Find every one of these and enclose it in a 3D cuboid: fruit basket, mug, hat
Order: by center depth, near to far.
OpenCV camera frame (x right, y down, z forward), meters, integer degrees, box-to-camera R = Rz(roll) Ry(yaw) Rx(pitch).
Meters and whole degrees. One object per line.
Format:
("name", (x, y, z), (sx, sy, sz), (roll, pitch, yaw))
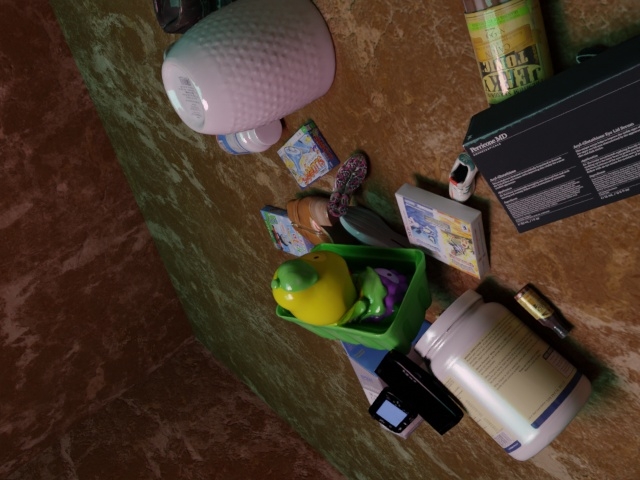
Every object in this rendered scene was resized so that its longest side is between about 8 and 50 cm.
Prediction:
("mug", (-0.208, -0.411, 1.304), (0.374, 0.328, 0.276), (33, 146, 35))
("fruit basket", (0.044, 0.108, 1.356), (0.392, 0.283, 0.392), (24, 153, 13))
("hat", (-0.371, -0.637, 1.522), (0.331, 0.134, 0.331), (37, 148, 28))

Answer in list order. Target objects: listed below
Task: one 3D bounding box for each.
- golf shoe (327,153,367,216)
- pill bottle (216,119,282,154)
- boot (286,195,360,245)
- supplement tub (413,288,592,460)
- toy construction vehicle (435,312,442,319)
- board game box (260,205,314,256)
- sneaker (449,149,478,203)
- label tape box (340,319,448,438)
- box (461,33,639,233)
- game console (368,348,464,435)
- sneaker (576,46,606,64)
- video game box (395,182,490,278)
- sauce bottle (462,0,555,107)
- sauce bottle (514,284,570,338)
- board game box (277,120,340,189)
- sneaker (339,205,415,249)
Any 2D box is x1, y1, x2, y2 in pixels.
("golf shoe", (0.068, -0.153, 1.441), (0.067, 0.086, 0.186), (22, 128, -7))
("pill bottle", (-0.205, -0.316, 1.631), (0.221, 0.124, 0.124), (7, 127, 54))
("boot", (0.000, 0.000, 1.676), (0.220, 0.109, 0.283), (7, 125, 53))
("supplement tub", (0.394, 0.288, 1.247), (0.325, 0.235, 0.235), (44, 151, 20))
("toy construction vehicle", (0.352, 0.230, 1.465), (0.098, 0.035, 0.086), (58, 152, -7))
("board game box", (-0.107, -0.027, 1.894), (0.211, 0.039, 0.160), (16, 134, 49))
("sneaker", (0.280, -0.125, 1.134), (0.057, 0.075, 0.161), (43, 150, 22))
("label tape box", (0.224, 0.341, 1.568), (0.106, 0.240, 0.334), (6, 127, 56))
("box", (0.370, -0.144, 0.811), (0.261, 0.103, 0.184), (-22, 119, 38))
("game console", (0.207, 0.402, 1.365), (0.213, 0.044, 0.361), (41, 150, 17))
("sneaker", (0.428, -0.249, 0.814), (0.109, 0.040, 0.044), (30, 173, 30))
("video game box", (0.274, -0.022, 1.260), (0.205, 0.048, 0.187), (28, 156, 41))
("sauce bottle", (0.320, -0.248, 0.898), (0.111, 0.111, 0.344), (9, 129, 54))
("sauce bottle", (0.470, 0.151, 1.186), (0.128, 0.042, 0.042), (44, 151, 14))
("board game box", (-0.037, -0.231, 1.556), (0.136, 0.035, 0.201), (56, 153, -3))
("sneaker", (0.148, 0.006, 1.469), (0.258, 0.094, 0.091), (39, 144, 26))
